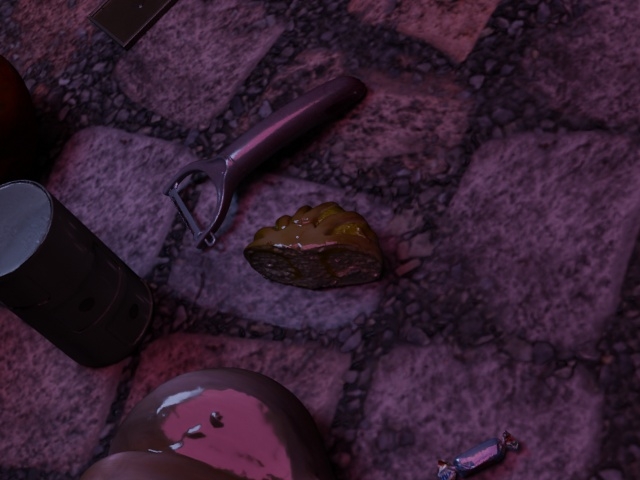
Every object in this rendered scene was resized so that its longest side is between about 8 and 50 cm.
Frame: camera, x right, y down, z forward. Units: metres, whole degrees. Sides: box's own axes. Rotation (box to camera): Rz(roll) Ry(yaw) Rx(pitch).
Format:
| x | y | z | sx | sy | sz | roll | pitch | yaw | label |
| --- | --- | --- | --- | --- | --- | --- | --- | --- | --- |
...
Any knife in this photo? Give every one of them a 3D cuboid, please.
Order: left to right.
| x | y | z | sx | sy | sz | roll | pitch | yaw | label |
| --- | --- | --- | --- | --- | --- | --- | --- | --- | --- |
| -0.062 | -0.108 | 1.405 | 0.278 | 0.053 | 0.123 | -37 | 57 | 3 | knife |

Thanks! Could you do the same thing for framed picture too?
| x | y | z | sx | sy | sz | roll | pitch | yaw | label |
| --- | --- | --- | --- | --- | --- | --- | --- | --- | --- |
| -0.252 | -0.345 | 1.666 | 0.149 | 0.011 | 0.109 | -45 | 52 | -5 | framed picture |

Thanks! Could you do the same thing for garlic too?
| x | y | z | sx | sy | sz | roll | pitch | yaw | label |
| --- | --- | --- | --- | --- | --- | --- | --- | --- | --- |
| -0.120 | 0.254 | 1.169 | 0.325 | 0.132 | 0.279 | 8 | 57 | 25 | garlic |

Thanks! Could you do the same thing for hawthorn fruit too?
| x | y | z | sx | sy | sz | roll | pitch | yaw | label |
| --- | --- | --- | --- | --- | --- | --- | --- | --- | --- |
| -0.472 | -0.144 | 1.537 | 0.215 | 0.215 | 0.249 | -35 | 50 | 4 | hawthorn fruit |

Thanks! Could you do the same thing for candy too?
| x | y | z | sx | sy | sz | roll | pitch | yaw | label |
| --- | --- | --- | --- | --- | --- | --- | --- | --- | --- |
| 0.149 | 0.206 | 1.125 | 0.083 | 0.020 | 0.030 | -31 | 54 | 6 | candy |

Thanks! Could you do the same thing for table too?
| x | y | z | sx | sy | sz | roll | pitch | yaw | label |
| --- | --- | --- | --- | --- | --- | --- | --- | --- | --- |
| -0.293 | 0.041 | 1.321 | 0.126 | 0.220 | 0.126 | -13 | 55 | 19 | table |

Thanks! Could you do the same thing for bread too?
| x | y | z | sx | sy | sz | roll | pitch | yaw | label |
| --- | --- | --- | --- | --- | --- | --- | --- | --- | --- |
| 0.000 | 0.000 | 1.295 | 0.157 | 0.083 | 0.094 | 13 | 56 | 33 | bread |
